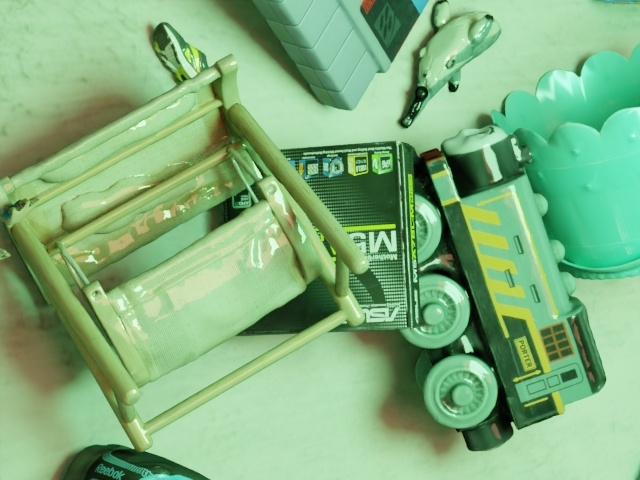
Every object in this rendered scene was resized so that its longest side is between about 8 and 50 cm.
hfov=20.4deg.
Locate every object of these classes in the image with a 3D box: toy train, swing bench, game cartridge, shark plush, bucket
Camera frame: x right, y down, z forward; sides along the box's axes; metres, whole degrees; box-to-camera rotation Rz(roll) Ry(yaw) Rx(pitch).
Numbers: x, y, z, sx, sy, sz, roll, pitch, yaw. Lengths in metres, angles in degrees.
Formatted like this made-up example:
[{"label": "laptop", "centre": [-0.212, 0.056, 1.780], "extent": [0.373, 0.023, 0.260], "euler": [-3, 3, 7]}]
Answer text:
[{"label": "toy train", "centre": [0.164, 0.047, 1.828], "extent": [0.190, 0.142, 0.334], "euler": [-19, 97, 1]}, {"label": "swing bench", "centre": [-0.127, 0.009, 1.632], "extent": [0.253, 0.165, 0.254], "euler": [-29, 71, -12]}, {"label": "game cartridge", "centre": [0.063, -0.333, 1.808], "extent": [0.355, 0.068, 0.230], "euler": [-60, 139, -18]}, {"label": "shark plush", "centre": [0.143, -0.184, 1.907], "extent": [0.161, 0.073, 0.067], "euler": [-64, 146, -21]}, {"label": "bucket", "centre": [0.334, -0.089, 1.895], "extent": [0.281, 0.281, 0.183], "euler": [-30, 108, -28]}]

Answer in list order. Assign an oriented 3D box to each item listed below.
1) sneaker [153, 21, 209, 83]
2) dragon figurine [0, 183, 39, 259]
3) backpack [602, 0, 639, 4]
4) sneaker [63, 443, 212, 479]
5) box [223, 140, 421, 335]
[{"label": "sneaker", "centre": [-0.134, -0.182, 1.759], "extent": [0.035, 0.031, 0.083], "euler": [-46, 114, -38]}, {"label": "dragon figurine", "centre": [-0.332, -0.043, 1.538], "extent": [0.085, 0.289, 0.144], "euler": [-25, 73, -39]}, {"label": "backpack", "centre": [0.414, -0.324, 2.018], "extent": [0.173, 0.158, 0.117], "euler": [-5, 99, -42]}, {"label": "sneaker", "centre": [-0.089, 0.312, 1.697], "extent": [0.341, 0.139, 0.125], "euler": [34, 70, -26]}, {"label": "box", "centre": [0.000, 0.000, 1.749], "extent": [0.045, 0.191, 0.184], "euler": [8, 80, -72]}]
